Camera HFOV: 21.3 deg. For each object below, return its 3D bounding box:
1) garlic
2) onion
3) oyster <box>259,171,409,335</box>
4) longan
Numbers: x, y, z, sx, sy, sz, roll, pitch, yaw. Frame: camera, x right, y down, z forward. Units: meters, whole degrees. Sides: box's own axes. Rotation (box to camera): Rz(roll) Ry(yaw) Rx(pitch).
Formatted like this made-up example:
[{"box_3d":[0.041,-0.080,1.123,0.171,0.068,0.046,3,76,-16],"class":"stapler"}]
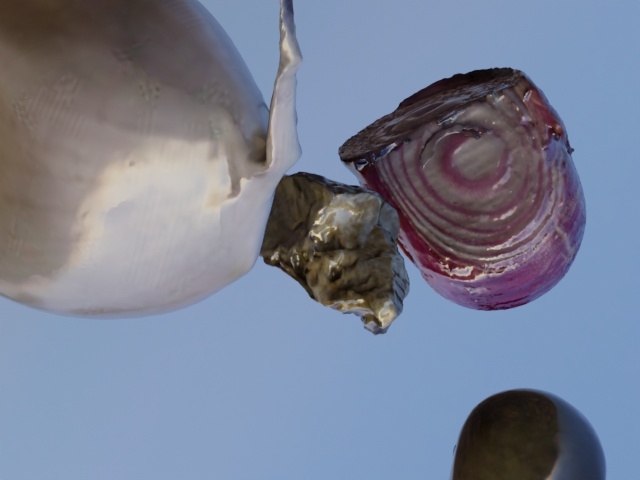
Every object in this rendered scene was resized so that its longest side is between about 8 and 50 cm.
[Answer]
[{"box_3d":[-0.108,-0.094,0.944,0.231,0.340,0.245,-27,132,-49],"class":"garlic"},{"box_3d":[0.158,-0.044,1.749,0.272,0.230,0.256,-29,-170,26],"class":"onion"},{"box_3d":[0.000,-0.005,1.528,0.110,0.166,0.341,-64,-163,1],"class":"oyster"},{"box_3d":[0.252,0.288,2.082,0.196,0.197,0.220,-77,-170,-58],"class":"longan"}]
